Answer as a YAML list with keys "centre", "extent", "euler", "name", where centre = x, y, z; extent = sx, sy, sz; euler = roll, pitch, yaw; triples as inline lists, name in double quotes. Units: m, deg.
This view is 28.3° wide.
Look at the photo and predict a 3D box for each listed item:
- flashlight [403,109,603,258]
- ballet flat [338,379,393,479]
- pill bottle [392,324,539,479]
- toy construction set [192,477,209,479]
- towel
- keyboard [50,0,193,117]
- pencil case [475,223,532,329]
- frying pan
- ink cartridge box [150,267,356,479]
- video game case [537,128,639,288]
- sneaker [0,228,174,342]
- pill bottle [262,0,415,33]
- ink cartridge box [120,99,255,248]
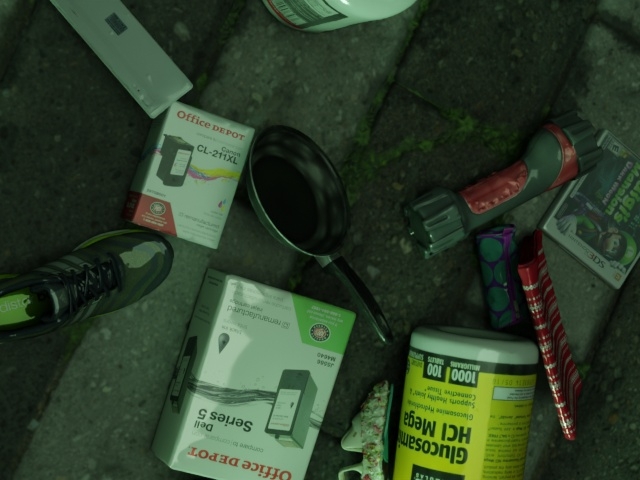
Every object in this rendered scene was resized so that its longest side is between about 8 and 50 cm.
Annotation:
- centre: [0.268, -0.089, 1.874]
  extent: [0.304, 0.103, 0.103]
  euler: [-25, 76, -16]
  name: "flashlight"
- centre: [0.065, 0.322, 1.842]
  extent: [0.077, 0.091, 0.240]
  euler: [2, 90, 3]
  name: "ballet flat"
- centre: [0.204, 0.297, 1.830]
  extent: [0.188, 0.188, 0.333]
  euler: [6, 92, -20]
  name: "pill bottle"
- centre: [-0.149, 0.487, 1.671]
  extent: [0.257, 0.309, 0.237]
  euler: [45, 84, -9]
  name: "toy construction set"
- centre: [0.342, 0.133, 1.876]
  extent: [0.031, 0.199, 0.274]
  euler: [-14, 101, 16]
  name: "towel"
- centre: [-0.276, -0.278, 1.669]
  extent: [0.072, 0.014, 0.256]
  euler: [-40, 89, -19]
  name: "keyboard"
- centre: [0.274, 0.053, 1.901]
  extent: [0.065, 0.070, 0.151]
  euler: [-13, 98, -19]
  name: "pencil case"
- centre: [0.007, -0.020, 1.769]
  extent: [0.326, 0.053, 0.197]
  euler: [48, 38, -20]
  name: "frying pan"
- centre: [-0.094, 0.197, 1.752]
  extent: [0.198, 0.115, 0.272]
  euler: [18, 88, -21]
  name: "ink cartridge box"
- centre: [0.452, -0.048, 1.983]
  extent: [0.173, 0.022, 0.190]
  euler: [37, 81, -19]
  name: "video game case"
- centre: [-0.326, 0.070, 1.654]
  extent: [0.300, 0.121, 0.111]
  euler: [-23, 102, -17]
  name: "sneaker"
- centre: [0.042, -0.369, 1.651]
  extent: [0.176, 0.318, 0.176]
  euler: [-2, 94, -21]
  name: "pill bottle"
- centre: [-0.180, -0.091, 1.722]
  extent: [0.127, 0.072, 0.175]
  euler: [18, 88, -20]
  name: "ink cartridge box"
